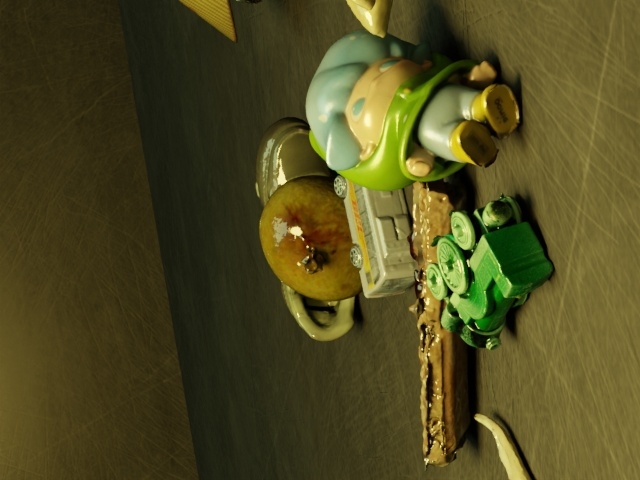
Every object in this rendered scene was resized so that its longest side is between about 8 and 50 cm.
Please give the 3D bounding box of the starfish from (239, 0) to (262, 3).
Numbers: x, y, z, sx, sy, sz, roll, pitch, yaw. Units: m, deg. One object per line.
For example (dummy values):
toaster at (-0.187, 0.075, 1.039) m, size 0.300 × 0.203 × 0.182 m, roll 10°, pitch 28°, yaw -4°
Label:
starfish at (-0.107, -0.466, 2.131) m, size 0.312 × 0.113 × 0.303 m, roll 142°, pitch 117°, yaw -77°

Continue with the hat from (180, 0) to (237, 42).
hat at (-0.170, -0.349, 2.106) m, size 0.193 × 0.082 × 0.193 m, roll 167°, pitch 90°, yaw -86°

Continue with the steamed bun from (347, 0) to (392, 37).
steamed bun at (0.023, -0.351, 1.501) m, size 0.247 × 0.189 × 0.428 m, roll 37°, pitch -162°, yaw -37°

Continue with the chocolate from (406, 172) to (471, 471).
chocolate at (0.126, 0.080, 1.650) m, size 0.102 × 0.065 × 0.329 m, roll -82°, pitch -11°, yaw -67°

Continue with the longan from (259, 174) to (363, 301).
longan at (0.000, 0.000, 1.898) m, size 0.176 × 0.154 × 0.145 m, roll -57°, pitch -14°, yaw -72°

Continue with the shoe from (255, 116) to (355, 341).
shoe at (-0.005, -0.005, 2.034) m, size 0.149 × 0.109 × 0.293 m, roll -129°, pitch 27°, yaw -60°

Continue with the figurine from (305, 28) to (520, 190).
figurine at (0.085, -0.121, 1.527) m, size 0.263 × 0.143 × 0.162 m, roll 18°, pitch 75°, yaw 55°

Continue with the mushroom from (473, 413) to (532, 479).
mushroom at (0.209, 0.240, 1.496) m, size 0.306 × 0.043 × 0.068 m, roll -143°, pitch 63°, yaw -72°

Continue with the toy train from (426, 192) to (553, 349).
toy train at (0.157, 0.032, 1.498) m, size 0.105 × 0.071 × 0.178 m, roll 62°, pitch 158°, yaw 23°

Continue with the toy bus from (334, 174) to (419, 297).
toy bus at (0.066, -0.034, 1.826) m, size 0.075 × 0.064 × 0.190 m, roll -36°, pitch 64°, yaw 61°
